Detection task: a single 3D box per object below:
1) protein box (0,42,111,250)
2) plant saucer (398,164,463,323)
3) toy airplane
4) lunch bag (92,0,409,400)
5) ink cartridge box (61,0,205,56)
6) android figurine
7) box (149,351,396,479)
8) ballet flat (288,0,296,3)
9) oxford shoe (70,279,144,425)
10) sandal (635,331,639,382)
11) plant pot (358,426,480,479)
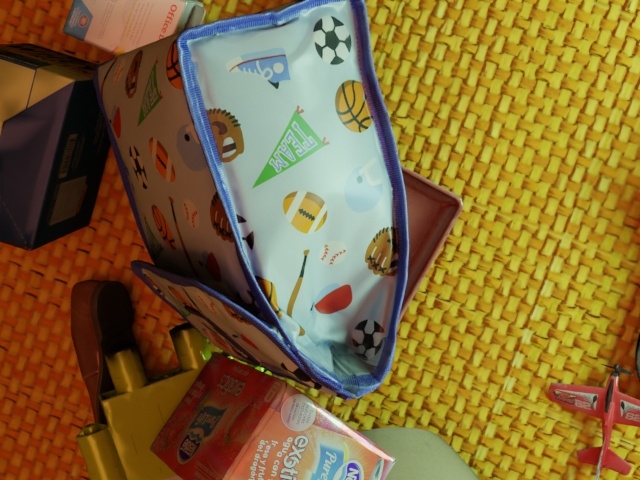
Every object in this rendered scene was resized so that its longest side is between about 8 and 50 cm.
[{"bbox_3d":[-0.335,-0.114,1.497,0.136,0.201,0.199,18,101,5],"label":"protein box"},{"bbox_3d":[0.000,0.000,1.547,0.259,0.048,0.258,29,102,4],"label":"plant saucer"},{"bbox_3d":[0.341,0.218,1.532,0.151,0.028,0.151,5,99,30],"label":"toy airplane"},{"bbox_3d":[-0.069,-0.033,1.343,0.239,0.328,0.385,-19,100,-21],"label":"lunch bag"},{"bbox_3d":[-0.209,-0.257,1.514,0.143,0.090,0.092,25,102,3],"label":"ink cartridge box"},{"bbox_3d":[-0.163,0.243,1.573,0.248,0.056,0.272,-17,97,-14],"label":"android figurine"},{"bbox_3d":[-0.061,0.233,1.414,0.154,0.300,0.142,36,80,-17],"label":"box"},{"bbox_3d":[-0.015,-0.262,1.513,0.168,0.057,0.052,-31,121,15],"label":"ballet flat"},{"bbox_3d":[-0.270,0.148,1.609,0.076,0.076,0.212,6,105,38],"label":"oxford shoe"},{"bbox_3d":[0.467,-0.011,1.447,0.168,0.107,0.445,10,101,7],"label":"sandal"},{"bbox_3d":[0.084,0.325,1.498,0.284,0.284,0.191,-7,64,9],"label":"plant pot"}]
